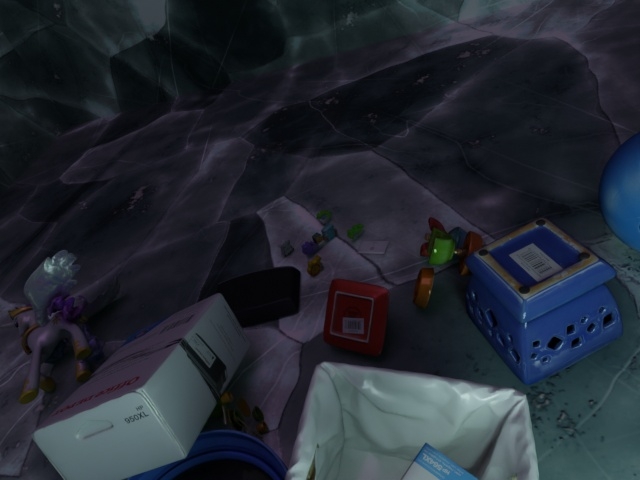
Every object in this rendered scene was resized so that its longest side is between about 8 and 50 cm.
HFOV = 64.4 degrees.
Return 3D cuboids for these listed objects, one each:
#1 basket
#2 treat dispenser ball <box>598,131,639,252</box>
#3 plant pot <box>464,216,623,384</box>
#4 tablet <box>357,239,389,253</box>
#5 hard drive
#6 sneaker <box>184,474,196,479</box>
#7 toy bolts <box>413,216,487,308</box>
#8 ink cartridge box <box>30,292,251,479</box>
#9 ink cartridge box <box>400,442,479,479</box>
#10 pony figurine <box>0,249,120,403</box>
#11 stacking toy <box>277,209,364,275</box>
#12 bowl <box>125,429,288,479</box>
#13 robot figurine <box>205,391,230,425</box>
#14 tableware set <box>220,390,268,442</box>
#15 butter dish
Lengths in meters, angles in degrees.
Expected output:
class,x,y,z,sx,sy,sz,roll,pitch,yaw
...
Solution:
class,x,y,z,sx,sy,sz,roll,pitch,yaw
basket,0.120,0.398,0.746,0.330,0.267,0.329,7,44,9
treat dispenser ball,0.739,-0.102,1.056,0.287,0.288,0.288,-15,39,12
plant pot,0.439,0.105,1.032,0.235,0.212,0.236,-25,37,-3
tablet,0.151,0.018,1.454,0.083,0.006,0.054,0,44,29
hard drive,-0.184,0.155,1.429,0.254,0.054,0.172,-14,39,13
sneaker,-0.285,0.565,0.998,0.082,0.069,0.209,-23,36,34
toy bolts,0.326,0.056,1.229,0.158,0.219,0.228,14,24,4
ink cartridge box,-0.358,0.311,1.101,0.285,0.166,0.395,-25,12,18
ink cartridge box,0.112,0.324,0.567,0.089,0.092,0.143,30,53,28
pony figurine,-0.766,0.244,1.496,0.351,0.303,0.363,-39,54,-5
stacking toy,0.000,0.000,1.525,0.221,0.052,0.167,-39,42,-21
bowl,-0.212,0.531,0.881,0.390,0.077,0.391,-11,41,10
robot figurine,-0.268,0.380,1.197,0.115,0.067,0.101,-8,39,20
tableware set,-0.159,0.370,1.084,0.024,0.154,0.104,-33,39,7
butter dish,0.101,0.179,1.209,0.160,0.118,0.160,7,87,32
